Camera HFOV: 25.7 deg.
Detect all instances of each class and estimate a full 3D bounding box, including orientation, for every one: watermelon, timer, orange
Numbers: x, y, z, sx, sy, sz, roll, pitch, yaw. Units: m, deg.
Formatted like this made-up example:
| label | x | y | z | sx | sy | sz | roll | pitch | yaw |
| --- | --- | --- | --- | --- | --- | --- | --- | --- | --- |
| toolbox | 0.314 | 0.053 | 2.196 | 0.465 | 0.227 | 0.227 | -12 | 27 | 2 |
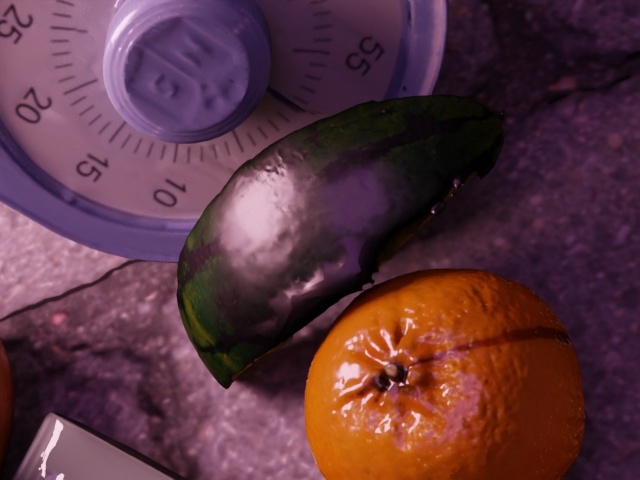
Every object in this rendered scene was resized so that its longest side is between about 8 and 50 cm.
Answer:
| label | x | y | z | sx | sy | sz | roll | pitch | yaw |
| --- | --- | --- | --- | --- | --- | --- | --- | --- | --- |
| watermelon | 0.000 | 0.000 | 0.983 | 0.301 | 0.129 | 0.123 | -40 | 71 | 20 |
| timer | -0.080 | -0.150 | 0.981 | 0.395 | 0.395 | 0.173 | -21 | 32 | 9 |
| orange | 0.082 | 0.108 | 0.950 | 0.193 | 0.161 | 0.193 | -3 | 76 | 12 |

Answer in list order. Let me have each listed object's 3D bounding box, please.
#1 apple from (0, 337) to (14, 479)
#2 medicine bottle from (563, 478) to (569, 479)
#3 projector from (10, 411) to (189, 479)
| label | x | y | z | sx | sy | sz | roll | pitch | yaw |
| --- | --- | --- | --- | --- | --- | --- | --- | --- | --- |
| apple | -0.326 | 0.163 | 1.037 | 0.251 | 0.163 | 0.292 | -13 | 54 | 24 |
| medicine bottle | 0.126 | 0.266 | 0.934 | 0.074 | 0.074 | 0.218 | 38 | 87 | 23 |
| projector | -0.129 | 0.265 | 0.990 | 0.250 | 0.108 | 0.198 | 24 | 80 | 20 |
